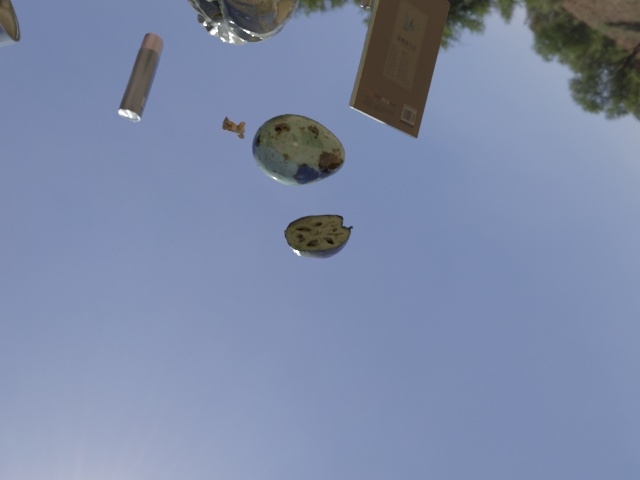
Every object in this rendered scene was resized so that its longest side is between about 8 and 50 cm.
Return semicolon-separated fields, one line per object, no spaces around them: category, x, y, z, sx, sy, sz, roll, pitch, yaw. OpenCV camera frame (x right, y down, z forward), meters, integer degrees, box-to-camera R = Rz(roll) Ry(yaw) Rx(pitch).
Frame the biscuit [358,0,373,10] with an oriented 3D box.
biscuit;0.080;-0.482;0.902;0.062;0.108;0.239;6;-110;-56

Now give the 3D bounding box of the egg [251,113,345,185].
egg;-0.050;-0.215;1.425;0.231;0.169;0.169;6;-134;-17

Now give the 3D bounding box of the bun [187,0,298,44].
bun;-0.243;-0.708;1.684;0.359;0.359;0.211;36;-117;-12

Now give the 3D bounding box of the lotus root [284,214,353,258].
lotus root;-0.004;0.000;1.745;0.203;0.078;0.183;1;-143;16

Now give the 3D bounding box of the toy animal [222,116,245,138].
toy animal;-0.305;-0.402;2.108;0.083;0.061;0.081;15;-174;-26

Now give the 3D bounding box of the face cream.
face cream;-0.564;-0.516;1.875;0.073;0.107;0.269;18;-102;-15

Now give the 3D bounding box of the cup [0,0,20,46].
cup;-1.064;-0.663;1.658;0.326;0.237;0.323;-17;-108;-5

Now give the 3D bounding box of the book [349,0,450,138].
book;0.171;-0.393;1.235;0.217;0.310;0.021;14;180;-44
